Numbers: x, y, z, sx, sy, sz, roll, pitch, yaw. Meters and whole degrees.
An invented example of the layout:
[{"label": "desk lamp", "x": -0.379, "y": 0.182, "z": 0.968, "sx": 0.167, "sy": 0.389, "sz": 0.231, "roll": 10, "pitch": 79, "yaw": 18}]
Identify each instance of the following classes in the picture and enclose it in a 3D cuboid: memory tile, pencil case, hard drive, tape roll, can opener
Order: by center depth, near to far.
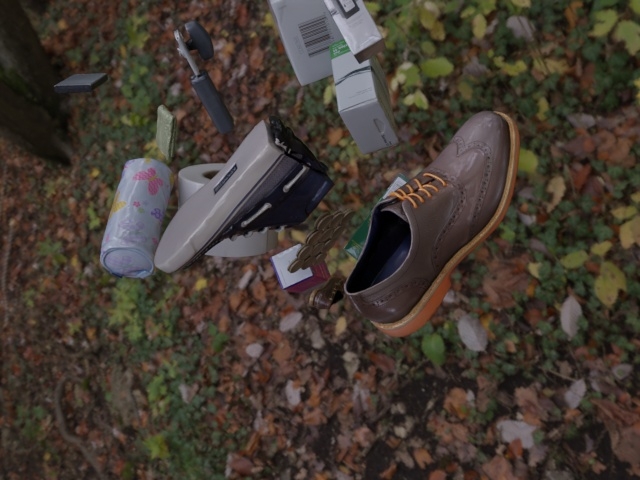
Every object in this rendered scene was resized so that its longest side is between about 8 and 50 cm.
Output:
[{"label": "memory tile", "x": 0.000, "y": 0.000, "z": 1.254, "sx": 0.012, "sy": 0.113, "sz": 0.148, "roll": 46, "pitch": 122, "yaw": 20}, {"label": "pencil case", "x": -0.391, "y": -0.052, "z": 1.462, "sx": 0.113, "sy": 0.124, "sz": 0.273, "roll": -38, "pitch": 40, "yaw": 40}, {"label": "tape roll", "x": -0.219, "y": -0.078, "z": 1.616, "sx": 0.246, "sy": 0.246, "sz": 0.169, "roll": -141, "pitch": 52, "yaw": -58}, {"label": "can opener", "x": -0.276, "y": -0.407, "z": 1.687, "sx": 0.095, "sy": 0.283, "sz": 0.076, "roll": -26, "pitch": 31, "yaw": 4}, {"label": "hard drive", "x": -0.620, "y": -0.410, "z": 1.750, "sx": 0.094, "sy": 0.022, "sz": 0.135, "roll": -2, "pitch": 25, "yaw": 2}]

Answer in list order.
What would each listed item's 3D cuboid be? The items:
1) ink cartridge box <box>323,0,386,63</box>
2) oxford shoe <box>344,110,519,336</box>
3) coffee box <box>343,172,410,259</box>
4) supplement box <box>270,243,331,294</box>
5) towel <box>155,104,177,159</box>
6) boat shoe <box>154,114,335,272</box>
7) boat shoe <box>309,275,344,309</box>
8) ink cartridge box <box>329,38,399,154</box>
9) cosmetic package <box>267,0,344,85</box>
[{"label": "ink cartridge box", "x": 0.046, "y": -0.411, "z": 1.188, "sx": 0.060, "sy": 0.180, "sz": 0.104, "roll": -29, "pitch": 1, "yaw": 11}, {"label": "oxford shoe", "x": 0.160, "y": -0.043, "z": 0.939, "sx": 0.130, "sy": 0.133, "sz": 0.363, "roll": 20, "pitch": 77, "yaw": 46}, {"label": "coffee box", "x": 0.125, "y": -0.040, "z": 1.317, "sx": 0.040, "sy": 0.113, "sz": 0.184, "roll": 38, "pitch": 98, "yaw": 18}, {"label": "supplement box", "x": -0.056, "y": 0.095, "z": 2.137, "sx": 0.114, "sy": 0.220, "sz": 0.111, "roll": -25, "pitch": 75, "yaw": 11}, {"label": "towel", "x": -0.484, "y": -0.338, "z": 2.102, "sx": 0.110, "sy": 0.027, "sz": 0.148, "roll": 43, "pitch": 130, "yaw": 41}, {"label": "boat shoe", "x": -0.127, "y": -0.040, "z": 1.146, "sx": 0.340, "sy": 0.158, "sz": 0.127, "roll": -43, "pitch": 35, "yaw": 22}, {"label": "boat shoe", "x": 0.035, "y": 0.165, "z": 2.042, "sx": 0.073, "sy": 0.073, "sz": 0.207, "roll": 14, "pitch": 20, "yaw": 18}, {"label": "ink cartridge box", "x": 0.092, "y": -0.309, "z": 1.425, "sx": 0.087, "sy": 0.153, "sz": 0.208, "roll": -18, "pitch": 53, "yaw": 16}, {"label": "cosmetic package", "x": -0.042, "y": -0.558, "z": 1.581, "sx": 0.156, "sy": 0.217, "sz": 0.384, "roll": -20, "pitch": 43, "yaw": 4}]
